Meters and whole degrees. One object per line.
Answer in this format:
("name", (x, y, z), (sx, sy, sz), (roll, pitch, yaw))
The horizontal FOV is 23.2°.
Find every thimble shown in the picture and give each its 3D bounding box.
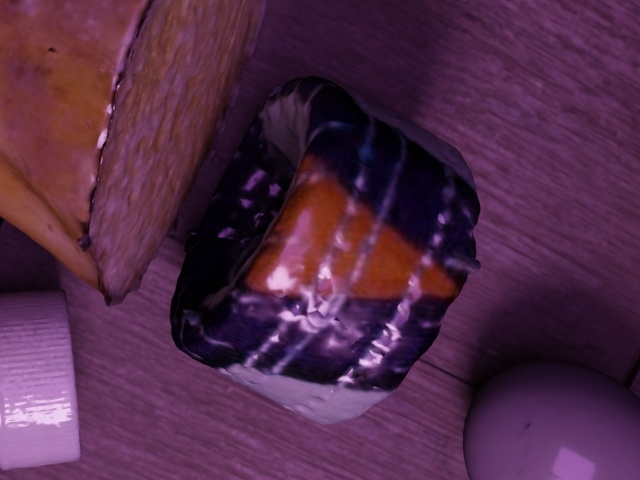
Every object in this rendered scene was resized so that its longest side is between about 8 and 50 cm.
("thimble", (0.000, 0.000, 1.100), (0.150, 0.237, 0.237), (28, 92, -19))

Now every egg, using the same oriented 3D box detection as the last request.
("egg", (0.197, 0.176, 1.199), (0.146, 0.146, 0.198), (-46, 111, -2))

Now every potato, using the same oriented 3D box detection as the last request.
("potato", (-0.191, -0.141, 1.035), (0.237, 0.301, 0.289), (22, 76, 8))

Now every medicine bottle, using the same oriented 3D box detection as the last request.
("medicine bottle", (-0.297, 0.106, 1.089), (0.252, 0.144, 0.144), (-3, 100, -8))
